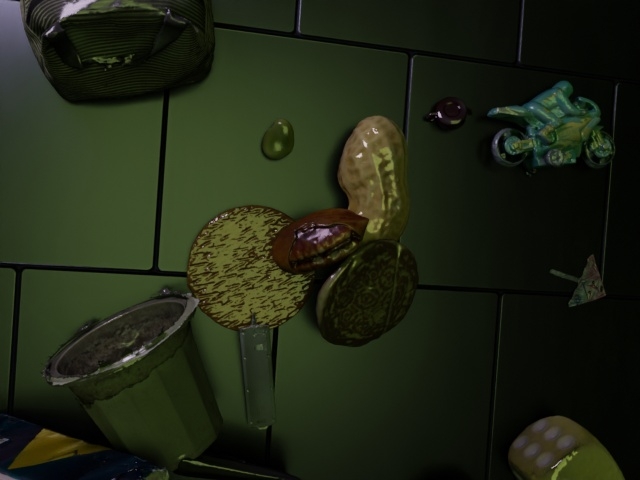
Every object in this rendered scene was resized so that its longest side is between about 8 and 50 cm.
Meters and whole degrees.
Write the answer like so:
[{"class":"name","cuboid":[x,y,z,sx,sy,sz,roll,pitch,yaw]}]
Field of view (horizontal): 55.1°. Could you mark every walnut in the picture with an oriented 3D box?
[{"class":"walnut","cuboid":[0.000,0.000,1.171,0.207,0.116,0.116,-22,97,16]}]

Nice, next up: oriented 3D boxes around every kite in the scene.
[{"class":"kite","cuboid":[0.594,0.089,1.408,0.152,0.005,0.137,29,83,-11]}]

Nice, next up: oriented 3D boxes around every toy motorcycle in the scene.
[{"class":"toy motorcycle","cuboid":[0.505,-0.246,1.329,0.296,0.109,0.199,-7,91,-13]}]

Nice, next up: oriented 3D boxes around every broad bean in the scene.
[{"class":"broad bean","cuboid":[-0.083,-0.203,1.239,0.063,0.045,0.083,19,95,-10]}]

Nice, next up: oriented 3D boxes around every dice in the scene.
[{"class":"dice","cuboid":[0.525,0.496,1.321,0.166,0.169,0.169,-37,98,-9]}]

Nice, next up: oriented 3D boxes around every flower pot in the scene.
[{"class":"flower pot","cuboid":[-0.311,0.264,1.101,0.290,0.290,0.259,-23,107,-10]}]

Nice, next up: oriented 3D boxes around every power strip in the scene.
[{"class":"power strip","cuboid":[-0.126,0.260,1.230,0.060,0.027,0.253,-5,104,-10]}]

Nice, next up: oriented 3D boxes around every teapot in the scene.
[{"class":"teapot","cuboid":[0.275,-0.267,1.311,0.100,0.045,0.068,-8,69,6]}]

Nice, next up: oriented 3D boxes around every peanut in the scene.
[{"class":"peanut","cuboid":[0.107,-0.096,1.239,0.146,0.147,0.306,-4,94,-12]}]

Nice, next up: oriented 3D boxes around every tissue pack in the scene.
[{"class":"tissue pack","cuboid":[-0.469,0.468,0.981,0.416,0.253,0.264,4,95,28]}]

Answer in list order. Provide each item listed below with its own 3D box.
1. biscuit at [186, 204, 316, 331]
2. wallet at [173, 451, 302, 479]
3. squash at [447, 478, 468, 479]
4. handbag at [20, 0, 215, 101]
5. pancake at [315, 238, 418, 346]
[{"class":"biscuit","cuboid":[-0.137,0.057,1.237,0.261,0.037,0.262,0,92,-12]},{"class":"wallet","cuboid":[-0.161,0.442,1.185,0.245,0.168,0.052,14,67,-12]},{"class":"squash","cuboid":[0.296,0.603,1.288,0.193,0.156,0.193,-11,112,-28]},{"class":"handbag","cuboid":[-0.354,-0.399,1.078,0.340,0.240,0.248,-11,89,-10]},{"class":"pancake","cuboid":[0.094,0.113,1.226,0.249,0.031,0.250,-17,127,-25]}]
